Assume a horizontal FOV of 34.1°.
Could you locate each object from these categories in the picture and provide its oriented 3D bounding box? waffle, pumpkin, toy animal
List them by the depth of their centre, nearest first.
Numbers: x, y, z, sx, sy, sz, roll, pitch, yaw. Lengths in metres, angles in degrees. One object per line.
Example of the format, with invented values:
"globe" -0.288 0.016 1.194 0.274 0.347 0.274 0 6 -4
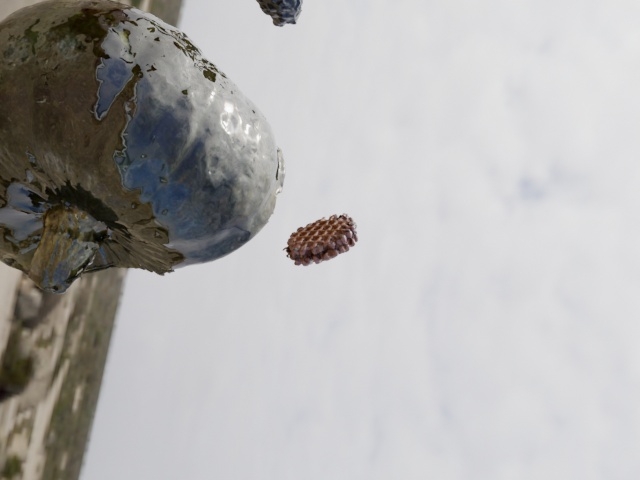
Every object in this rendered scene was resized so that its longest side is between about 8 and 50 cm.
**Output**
"pumpkin" -0.221 -0.084 0.927 0.232 0.325 0.242 54 39 -48
"toy animal" -0.079 -0.300 1.041 0.069 0.220 0.086 -43 -127 4
"waffle" 0.000 0.000 1.109 0.075 0.083 0.029 -116 -174 -68
